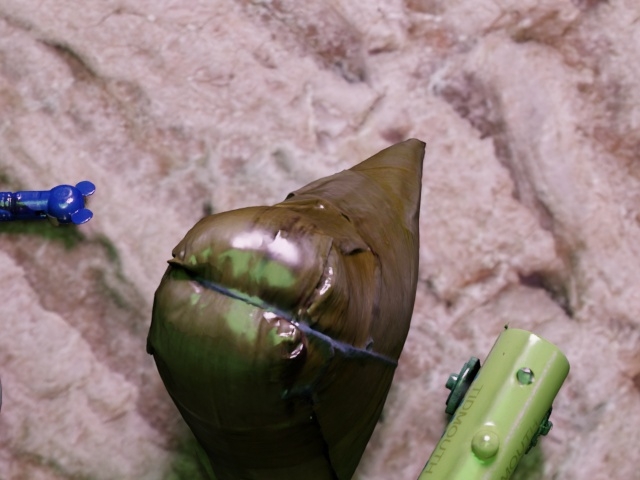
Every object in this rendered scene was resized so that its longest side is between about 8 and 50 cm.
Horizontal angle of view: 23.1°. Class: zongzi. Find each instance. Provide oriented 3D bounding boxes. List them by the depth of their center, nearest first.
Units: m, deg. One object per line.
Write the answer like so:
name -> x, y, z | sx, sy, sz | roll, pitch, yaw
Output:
zongzi -> 0.000, 0.000, 1.298 | 0.174, 0.356, 0.393 | 20, 69, 15

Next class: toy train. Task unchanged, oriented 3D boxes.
toy train -> 0.130, 0.187, 1.338 | 0.105, 0.157, 0.253 | 30, 72, 7

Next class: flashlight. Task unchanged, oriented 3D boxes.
flashlight -> -0.271, -0.030, 1.463 | 0.121, 0.035, 0.057 | -3, 47, 0

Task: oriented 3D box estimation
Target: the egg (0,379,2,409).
egg -> -0.382, 0.105, 1.338 | 0.236, 0.169, 0.169 | 25, 72, 2
